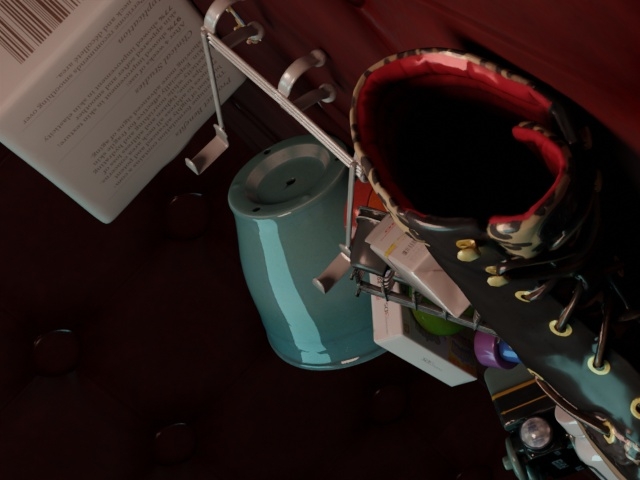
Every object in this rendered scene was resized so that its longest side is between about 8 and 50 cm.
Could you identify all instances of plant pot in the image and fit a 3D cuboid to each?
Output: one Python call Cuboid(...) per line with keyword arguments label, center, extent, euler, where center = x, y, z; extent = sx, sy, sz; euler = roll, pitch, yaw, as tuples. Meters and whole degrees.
Cuboid(label="plant pot", center=(0.000, 0.000, 1.997), extent=(0.271, 0.271, 0.255), euler=(41, 162, 53))

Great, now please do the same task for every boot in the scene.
Cuboid(label="boot", center=(0.182, 0.038, 0.927), extent=(0.377, 0.138, 0.284), euler=(49, -178, 41))

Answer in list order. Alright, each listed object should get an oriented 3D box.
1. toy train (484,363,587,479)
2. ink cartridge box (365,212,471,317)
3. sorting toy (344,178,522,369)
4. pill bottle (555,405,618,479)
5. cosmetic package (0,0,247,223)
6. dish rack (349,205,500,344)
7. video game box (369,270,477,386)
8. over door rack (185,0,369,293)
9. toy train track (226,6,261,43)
Cuboid(label="toy train", center=(0.359, 0.291, 2.262), extent=(0.334, 0.142, 0.190), euler=(39, -149, -66))
Cuboid(label="ink cartridge box", center=(0.120, -0.006, 1.345), extent=(0.067, 0.115, 0.198), euler=(44, 179, -15))
Cuboid(label="sorting toy", center=(0.179, 0.045, 1.704), extent=(0.126, 0.127, 0.365), euler=(6, 146, 48))
Cuboid(label="pill bottle", center=(0.366, 0.241, 1.669), extent=(0.180, 0.108, 0.108), euler=(44, 178, -17))
Cuboid(label="cosmetic package", center=(-0.379, -0.294, 2.076), extent=(0.327, 0.329, 0.393), euler=(42, 176, 26))
Cuboid(label="dish rack", center=(0.131, 0.047, 1.558), extent=(0.208, 0.074, 0.271), euler=(20, 172, 6))
Cuboid(label="video game box", center=(0.131, 0.072, 1.823), extent=(0.205, 0.048, 0.187), euler=(32, -131, -50))
Cuboid(label="over door rack", center=(-0.028, -0.115, 1.551), extent=(0.239, 0.108, 0.324), euler=(43, 155, 14))
Cuboid(label="toy train track", center=(-0.101, -0.264, 1.730), extent=(0.048, 0.014, 0.083), euler=(42, 177, 35))
